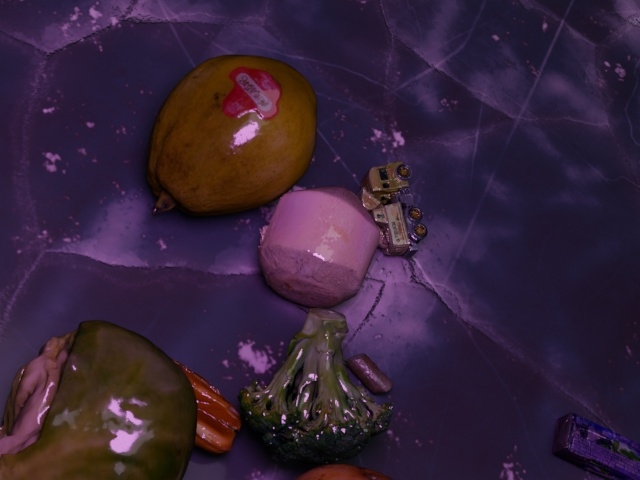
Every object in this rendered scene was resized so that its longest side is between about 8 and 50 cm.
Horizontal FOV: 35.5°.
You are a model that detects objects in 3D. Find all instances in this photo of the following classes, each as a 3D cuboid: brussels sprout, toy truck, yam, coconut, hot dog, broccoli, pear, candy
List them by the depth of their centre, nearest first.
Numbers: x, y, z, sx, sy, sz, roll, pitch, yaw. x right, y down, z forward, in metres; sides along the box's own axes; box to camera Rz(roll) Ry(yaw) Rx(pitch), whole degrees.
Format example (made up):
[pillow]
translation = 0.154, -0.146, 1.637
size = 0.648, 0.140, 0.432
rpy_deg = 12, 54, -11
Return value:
[brussels sprout]
translation = -0.354, 0.319, 1.519
size = 0.315, 0.276, 0.371
rpy_deg = 43, 75, -8
[hot dog]
translation = -0.251, 0.263, 1.710
size = 0.269, 0.072, 0.115
rpy_deg = 37, 60, 0
[broccoli]
translation = 0.004, 0.252, 1.712
size = 0.254, 0.269, 0.269
rpy_deg = 7, 61, 15
[pear]
translation = -0.175, -0.176, 1.825
size = 0.287, 0.287, 0.375
rpy_deg = 44, 73, 2
[coconut]
translation = 0.000, 0.000, 1.849
size = 0.224, 0.224, 0.234
rpy_deg = 16, 65, -14
[yam]
translation = 0.091, 0.248, 1.865
size = 0.043, 0.043, 0.094
rpy_deg = -40, 86, -30
[candy]
translation = 0.602, 0.438, 1.966
size = 0.312, 0.061, 0.088
rpy_deg = 27, 59, -9
[toy truck]
translation = 0.134, -0.057, 1.995
size = 0.116, 0.085, 0.191
rpy_deg = -8, 72, -19

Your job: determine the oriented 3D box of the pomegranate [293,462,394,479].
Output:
[pomegranate]
translation = 0.043, 0.498, 1.609
size = 0.281, 0.281, 0.281
rpy_deg = 8, 65, -18
